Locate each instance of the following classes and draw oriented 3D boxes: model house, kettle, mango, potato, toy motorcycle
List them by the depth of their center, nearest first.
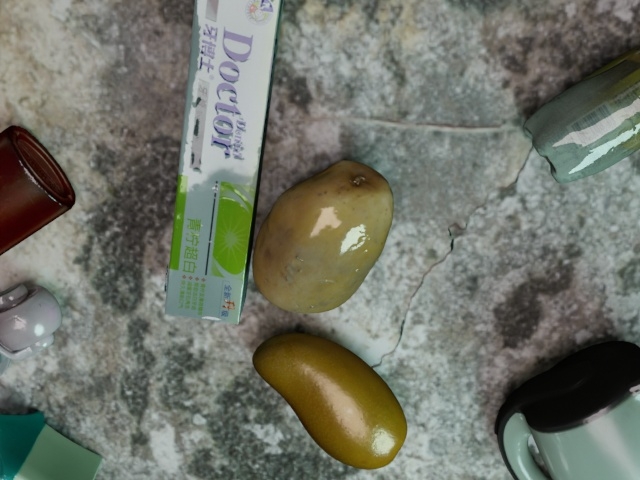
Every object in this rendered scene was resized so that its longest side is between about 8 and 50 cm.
[{"bbox_3d":[0.000,0.000,0.952,0.109,0.118,0.178,48,127,24],"label":"potato"},{"bbox_3d":[0.294,0.231,0.995,0.221,0.161,0.236,-21,109,45],"label":"kettle"},{"bbox_3d":[0.014,0.162,1.025,0.184,0.085,0.102,44,112,0],"label":"mango"},{"bbox_3d":[-0.392,0.120,1.032,0.254,0.112,0.112,-22,107,11],"label":"toy motorcycle"},{"bbox_3d":[-0.334,0.261,1.069,0.149,0.127,0.100,40,108,-13],"label":"model house"}]

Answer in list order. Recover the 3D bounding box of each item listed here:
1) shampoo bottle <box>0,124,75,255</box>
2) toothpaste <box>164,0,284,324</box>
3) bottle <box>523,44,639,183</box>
[{"bbox_3d":[-0.382,-0.010,1.006,0.260,0.064,0.102,-30,108,16],"label":"shampoo bottle"},{"bbox_3d":[-0.096,-0.085,0.952,0.081,0.067,0.337,9,111,-1],"label":"toothpaste"},{"bbox_3d":[0.315,-0.147,0.883,0.269,0.083,0.083,-32,104,12],"label":"bottle"}]
